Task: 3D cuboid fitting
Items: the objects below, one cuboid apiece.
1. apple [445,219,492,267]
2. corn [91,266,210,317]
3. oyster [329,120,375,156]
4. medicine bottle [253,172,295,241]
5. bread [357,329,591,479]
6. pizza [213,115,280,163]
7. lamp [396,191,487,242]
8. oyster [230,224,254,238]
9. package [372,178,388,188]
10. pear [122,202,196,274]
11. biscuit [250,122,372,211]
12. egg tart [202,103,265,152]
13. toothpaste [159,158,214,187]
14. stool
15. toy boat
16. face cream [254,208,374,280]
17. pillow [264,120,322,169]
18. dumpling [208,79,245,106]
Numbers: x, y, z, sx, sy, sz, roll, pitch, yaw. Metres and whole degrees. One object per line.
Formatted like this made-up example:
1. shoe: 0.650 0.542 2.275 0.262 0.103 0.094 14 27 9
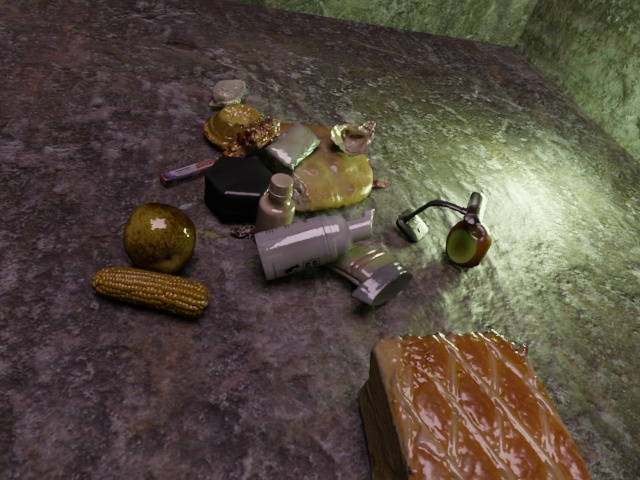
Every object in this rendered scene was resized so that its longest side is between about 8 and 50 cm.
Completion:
1. apple: 0.513 0.005 1.540 0.146 0.147 0.163 37 49 20
2. corn: -0.442 0.126 1.164 0.312 0.102 0.102 15 44 -1
3. oyster: 0.130 -0.392 1.724 0.161 0.107 0.233 48 50 -1
4. medicine bottle: -0.137 -0.089 1.359 0.114 0.252 0.114 9 45 -9
5. bread: 0.302 0.424 0.966 0.371 0.279 0.390 1 46 -14
6. pizza: -0.272 -0.343 1.577 0.086 0.305 0.161 55 19 -19
7. lamp: 0.427 -0.106 1.553 0.203 0.283 0.125 -40 105 -44
8. oyster: -0.252 -0.029 1.432 0.083 0.019 0.054 -8 50 -24
9. package: 0.225 -0.227 1.770 0.083 0.029 0.059 -2 52 -3
10. pear: -0.444 0.002 1.222 0.197 0.197 0.197 9 44 -9
11. biscuit: 0.003 -0.294 1.688 0.446 0.104 0.429 -7 54 -30
12. egg tart: -0.329 -0.460 1.773 0.290 0.115 0.290 8 43 -7
13. toothpaste: -0.468 -0.239 1.562 0.196 0.040 0.047 -28 61 -37
14. stool: -0.270 -0.169 1.479 0.232 0.141 0.232 9 44 -9
15. toy boat: 0.148 0.083 1.389 0.276 0.111 0.293 -9 39 -34
16. face cream: 0.000 0.000 1.316 0.369 0.145 0.145 -16 50 -6
17. pillow: -0.094 -0.342 1.587 0.128 0.051 0.229 36 51 3
18. dumpling: -0.400 -0.630 1.931 0.176 0.092 0.150 -20 52 -31
